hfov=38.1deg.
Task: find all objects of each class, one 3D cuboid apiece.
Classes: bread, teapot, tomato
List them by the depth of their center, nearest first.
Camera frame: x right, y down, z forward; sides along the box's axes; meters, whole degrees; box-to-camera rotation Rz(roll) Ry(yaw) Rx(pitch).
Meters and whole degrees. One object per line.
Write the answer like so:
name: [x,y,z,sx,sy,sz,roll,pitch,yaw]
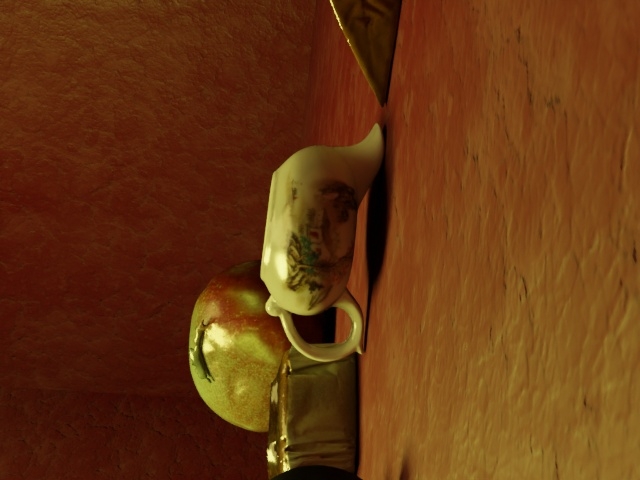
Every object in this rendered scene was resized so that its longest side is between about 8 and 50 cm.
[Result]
bread: [0.043,-0.233,1.097,0.074,0.084,0.139,-95,10,-58]
teapot: [0.000,0.000,1.128,0.204,0.139,0.298,-109,26,-74]
bread: [-0.016,0.252,1.241,0.192,0.110,0.209,101,172,-59]
tomato: [-0.107,0.175,1.637,0.303,0.239,0.303,-175,90,-90]

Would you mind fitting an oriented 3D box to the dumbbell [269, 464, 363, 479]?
dumbbell: [0.000,0.298,0.795,0.325,0.143,0.143,-101,16,-73]
